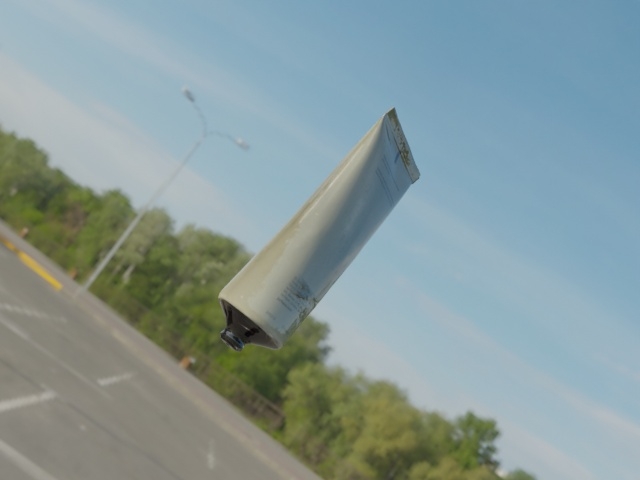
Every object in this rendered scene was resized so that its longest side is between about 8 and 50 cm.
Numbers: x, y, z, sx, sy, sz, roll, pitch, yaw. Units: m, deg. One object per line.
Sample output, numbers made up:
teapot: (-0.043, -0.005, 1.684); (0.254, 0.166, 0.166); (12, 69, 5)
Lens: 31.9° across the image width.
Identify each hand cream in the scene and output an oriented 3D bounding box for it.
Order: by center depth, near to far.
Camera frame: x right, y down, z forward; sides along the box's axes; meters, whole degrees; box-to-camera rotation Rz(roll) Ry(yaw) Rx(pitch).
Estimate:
hand cream: (0.000, 0.000, 0.751); (0.054, 0.186, 0.087); (34, -15, 31)
